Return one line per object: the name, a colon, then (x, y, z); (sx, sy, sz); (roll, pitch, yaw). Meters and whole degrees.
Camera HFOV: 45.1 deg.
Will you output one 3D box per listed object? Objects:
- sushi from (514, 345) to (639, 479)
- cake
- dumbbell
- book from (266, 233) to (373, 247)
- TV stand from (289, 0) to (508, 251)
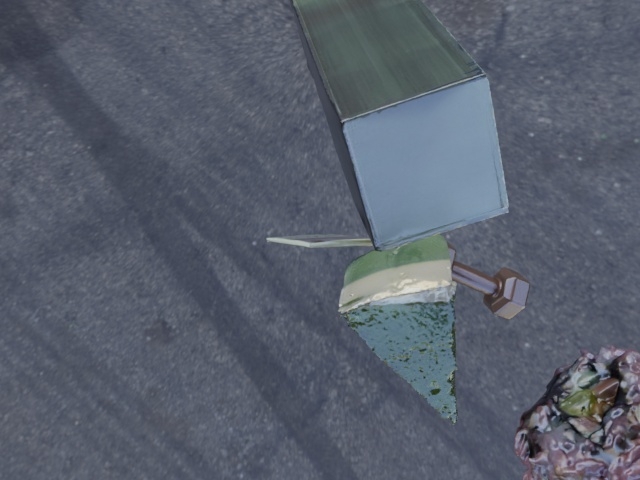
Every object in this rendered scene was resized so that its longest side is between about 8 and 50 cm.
sushi: (0.414, 0.277, 1.101); (0.236, 0.270, 0.171); (-19, 113, 50)
cake: (0.183, 0.132, 1.190); (0.172, 0.158, 0.283); (-33, 111, 24)
dumbbell: (0.266, 0.065, 1.376); (0.230, 0.092, 0.082); (23, 103, -22)
book: (0.000, 0.000, 1.293); (0.127, 0.181, 0.014); (-2, 94, -26)
TV stand: (0.036, -0.110, 0.511); (0.082, 0.270, 0.088); (-18, 124, 3)
